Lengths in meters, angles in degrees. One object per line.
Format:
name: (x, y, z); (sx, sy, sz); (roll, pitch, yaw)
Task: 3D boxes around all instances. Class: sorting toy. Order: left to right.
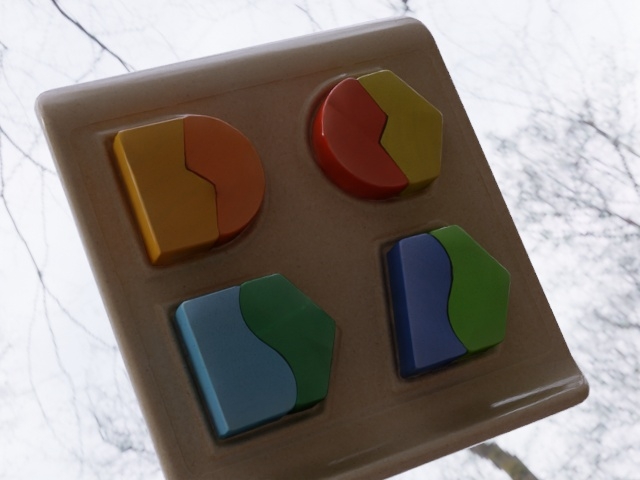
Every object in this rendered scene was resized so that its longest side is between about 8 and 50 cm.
sorting toy: (0.000, 0.000, 0.549); (0.193, 0.208, 0.038); (-16, -18, -23)
